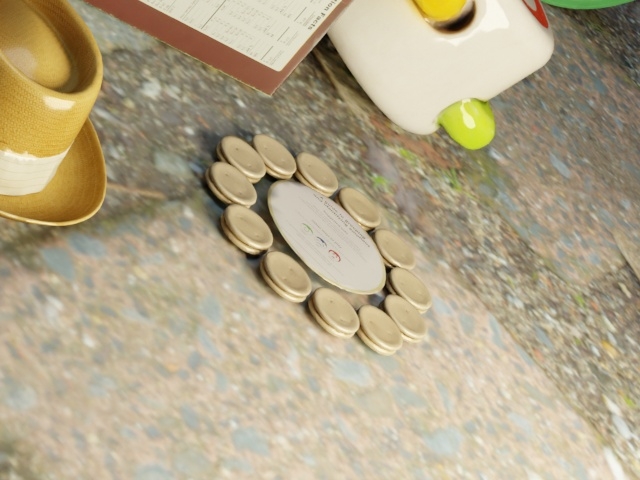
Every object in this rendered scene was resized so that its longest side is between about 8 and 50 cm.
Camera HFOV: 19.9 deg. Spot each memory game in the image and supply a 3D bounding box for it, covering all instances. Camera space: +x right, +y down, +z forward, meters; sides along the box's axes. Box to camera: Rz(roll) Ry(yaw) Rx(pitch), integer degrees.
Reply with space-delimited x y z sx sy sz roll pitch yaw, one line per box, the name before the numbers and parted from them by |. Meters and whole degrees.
memory game | 0.000 0.000 1.189 0.186 0.012 0.186 33 28 -20

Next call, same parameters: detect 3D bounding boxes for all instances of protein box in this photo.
protein box | -0.088 -0.244 1.280 0.201 0.136 0.199 25 31 -33

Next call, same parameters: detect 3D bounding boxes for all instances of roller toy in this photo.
roller toy | 0.084 -0.192 1.388 0.209 0.146 0.191 44 21 -44

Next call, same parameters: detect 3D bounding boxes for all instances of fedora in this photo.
fedora | -0.178 -0.097 1.005 0.194 0.079 0.194 33 27 -20

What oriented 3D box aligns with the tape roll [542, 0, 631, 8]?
tape roll | 0.312 -0.377 1.830 0.321 0.321 0.077 17 37 -43
